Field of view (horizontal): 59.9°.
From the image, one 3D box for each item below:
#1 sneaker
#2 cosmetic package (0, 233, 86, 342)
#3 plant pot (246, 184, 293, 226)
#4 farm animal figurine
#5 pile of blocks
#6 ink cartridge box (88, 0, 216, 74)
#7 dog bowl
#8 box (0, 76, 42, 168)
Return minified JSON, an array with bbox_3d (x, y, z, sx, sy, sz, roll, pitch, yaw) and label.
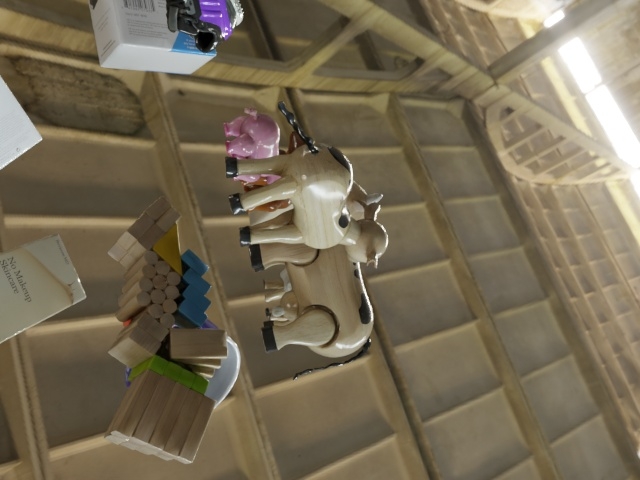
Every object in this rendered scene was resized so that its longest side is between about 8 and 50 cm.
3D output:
[{"bbox_3d":[-0.253,-0.475,1.068,0.146,0.102,0.293,-59,-26,-11],"label":"sneaker"},{"bbox_3d":[-0.630,0.110,1.079,0.160,0.113,0.309,70,-156,-10],"label":"cosmetic package"},{"bbox_3d":[-0.056,-0.083,0.948,0.109,0.096,0.109,5,-116,-38],"label":"plant pot"},{"bbox_3d":[0.000,0.000,0.659,0.330,0.172,0.326,-116,17,-76],"label":"farm animal figurine"},{"bbox_3d":[-0.224,0.125,0.781,0.149,0.113,0.361,11,-118,-35],"label":"pile of blocks"},{"bbox_3d":[-0.483,-0.689,1.547,0.286,0.166,0.394,-9,-92,-42],"label":"ink cartridge box"},{"bbox_3d":[-0.335,0.319,1.364,0.265,0.264,0.104,10,-162,-48],"label":"dog bowl"},{"bbox_3d":[-0.566,-0.223,0.904,0.091,0.130,0.170,-48,-31,-26],"label":"box"}]
